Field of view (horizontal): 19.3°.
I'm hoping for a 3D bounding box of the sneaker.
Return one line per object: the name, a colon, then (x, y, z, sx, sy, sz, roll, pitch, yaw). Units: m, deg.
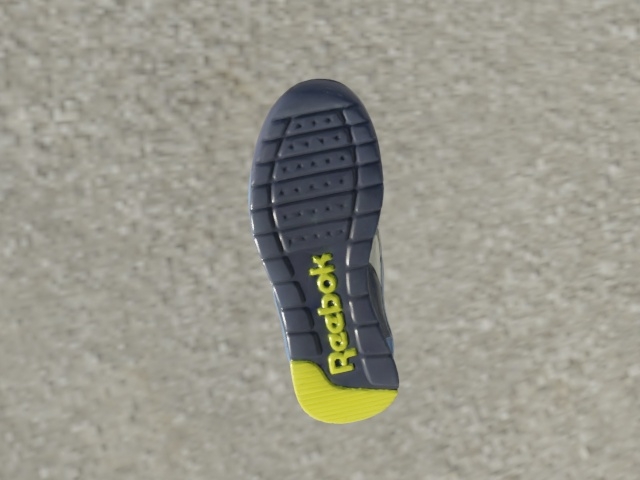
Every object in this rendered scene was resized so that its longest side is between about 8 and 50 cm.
sneaker: (0.000, 0.000, 0.746, 0.053, 0.059, 0.144, -5, 117, -1)
